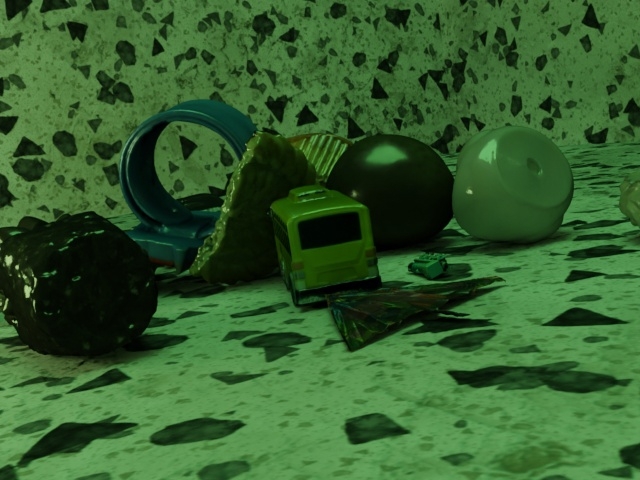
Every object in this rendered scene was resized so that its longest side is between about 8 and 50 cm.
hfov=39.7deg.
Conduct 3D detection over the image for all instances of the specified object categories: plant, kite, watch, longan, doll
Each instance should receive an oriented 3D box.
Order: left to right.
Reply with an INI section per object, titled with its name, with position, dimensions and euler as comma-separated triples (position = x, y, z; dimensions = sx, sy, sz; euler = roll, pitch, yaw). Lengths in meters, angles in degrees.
[plant]
position = -0.343, 0.058, 1.170
dimensions = 0.194, 0.182, 0.320
euler = -19, 10, -28
[watch]
position = -0.182, -0.095, 1.520
dimensions = 0.305, 0.275, 0.241
euler = 3, 16, 7
[longan]
position = 0.131, -0.087, 1.618
dimensions = 0.245, 0.215, 0.246
euler = 11, 25, -5
[kite]
position = 0.095, 0.082, 1.118
dimensions = 0.233, 0.016, 0.321
euler = 2, 12, 44
[doll]
position = 0.310, -0.080, 1.532
dimensions = 0.221, 0.221, 0.251
euler = -1, 27, 43

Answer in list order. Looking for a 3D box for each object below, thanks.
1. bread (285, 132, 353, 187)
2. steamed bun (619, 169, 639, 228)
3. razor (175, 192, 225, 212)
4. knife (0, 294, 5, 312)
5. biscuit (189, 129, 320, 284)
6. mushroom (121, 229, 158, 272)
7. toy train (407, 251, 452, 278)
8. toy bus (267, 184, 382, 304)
[bread]
position = -0.025, -0.119, 1.860
dimensions = 0.288, 0.204, 0.156
euler = -9, 43, 43
[steamed bun]
position = 0.541, -0.057, 1.346
dimensions = 0.182, 0.106, 0.183
euler = -12, 9, 2
[razor]
position = -0.270, -0.027, 1.906
dimensions = 0.204, 0.114, 0.349
euler = -11, 11, -14
[knife]
position = -0.453, 0.079, 1.391
dimensions = 0.365, 0.089, 0.043
euler = -13, 4, 17
[biscuit]
position = -0.085, -0.038, 1.444
dimensions = 0.187, 0.274, 0.036
euler = 10, 23, -35
[mushroom]
position = -0.358, 0.046, 1.561
dimensions = 0.109, 0.097, 0.351
euler = -9, 10, 6
[toy train]
position = 0.162, 0.039, 1.330
dimensions = 0.045, 0.029, 0.092
euler = -27, 10, -16
[toy bus]
position = 0.000, 0.000, 1.317
dimensions = 0.128, 0.150, 0.262
euler = -10, 10, -7
